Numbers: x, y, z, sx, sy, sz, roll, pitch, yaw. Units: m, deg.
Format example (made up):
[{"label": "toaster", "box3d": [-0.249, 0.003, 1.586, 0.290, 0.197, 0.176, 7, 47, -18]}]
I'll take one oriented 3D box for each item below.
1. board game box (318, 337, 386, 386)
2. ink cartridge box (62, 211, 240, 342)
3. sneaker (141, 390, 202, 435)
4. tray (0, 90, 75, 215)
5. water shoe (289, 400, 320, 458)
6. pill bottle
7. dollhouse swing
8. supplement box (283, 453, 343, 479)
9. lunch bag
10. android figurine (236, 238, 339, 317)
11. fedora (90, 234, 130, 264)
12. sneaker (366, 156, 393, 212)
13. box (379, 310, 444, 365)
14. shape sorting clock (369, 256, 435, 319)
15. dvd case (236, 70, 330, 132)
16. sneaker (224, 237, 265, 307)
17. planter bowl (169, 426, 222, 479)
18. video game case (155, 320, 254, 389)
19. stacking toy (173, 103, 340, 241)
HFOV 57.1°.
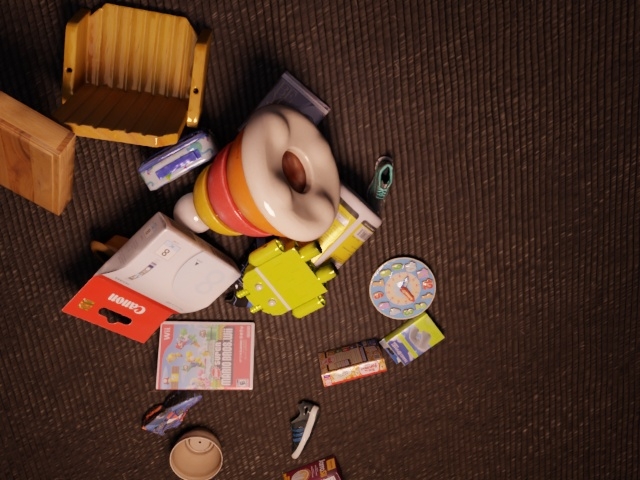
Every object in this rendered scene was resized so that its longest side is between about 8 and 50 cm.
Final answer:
[{"label": "board game box", "box3d": [0.094, 0.373, 1.820, 0.194, 0.147, 0.045, -15, 106, 0]}, {"label": "ink cartridge box", "box3d": [-0.460, 0.138, 1.634, 0.385, 0.091, 0.308, -44, 139, 6]}, {"label": "sneaker", "box3d": [-0.459, 0.539, 1.866, 0.221, 0.083, 0.087, -34, 119, 11]}, {"label": "tray", "box3d": [-0.730, -0.202, 1.473, 0.203, 0.411, 0.076, 30, 62, -12]}, {"label": "water shoe", "box3d": [-0.065, 0.615, 1.927, 0.080, 0.073, 0.203, 26, 104, 16]}, {"label": "pill bottle", "box3d": [0.000, 0.000, 1.684, 0.188, 0.188, 0.334, 42, 99, -14]}, {"label": "dollhouse swing", "box3d": [-0.474, -0.421, 1.466, 0.347, 0.305, 0.315, 8, 105, -6]}, {"label": "supplement box", "box3d": [-0.022, 0.803, 1.954, 0.188, 0.104, 0.080, -22, 106, 1]}, {"label": "lunch bag", "box3d": [-0.379, -0.223, 1.595, 0.219, 0.176, 0.090, -29, 106, 5]}, {"label": "android figurine", "box3d": [-0.096, 0.108, 1.592, 0.273, 0.056, 0.248, -27, 118, 14]}, {"label": "fedora", "box3d": [-0.562, 0.046, 1.689, 0.194, 0.194, 0.079, 39, 62, -14]}, {"label": "sneaker", "box3d": [0.175, -0.159, 1.711, 0.065, 0.076, 0.166, 7, 105, -6]}, {"label": "box", "box3d": [0.289, 0.315, 1.873, 0.178, 0.042, 0.109, -37, 105, 5]}, {"label": "shape sorting clock", "box3d": [0.255, 0.150, 1.824, 0.206, 0.040, 0.206, -1, 106, -4]}, {"label": "dvd case", "box3d": [-0.105, -0.341, 1.666, 0.164, 0.018, 0.221, 39, 99, -13]}, {"label": "sneaker", "box3d": [-0.222, 0.094, 1.748, 0.091, 0.081, 0.232, 11, 105, -13]}, {"label": "planter bowl", "box3d": [-0.392, 0.669, 1.883, 0.162, 0.109, 0.162, -1, 106, -5]}, {"label": "video game case", "box3d": [-0.346, 0.349, 1.787, 0.285, 0.025, 0.204, 1, 74, -5]}, {"label": "stacking toy", "box3d": [-0.219, -0.129, 1.572, 0.480, 0.350, 0.350, -15, 110, 36]}]
